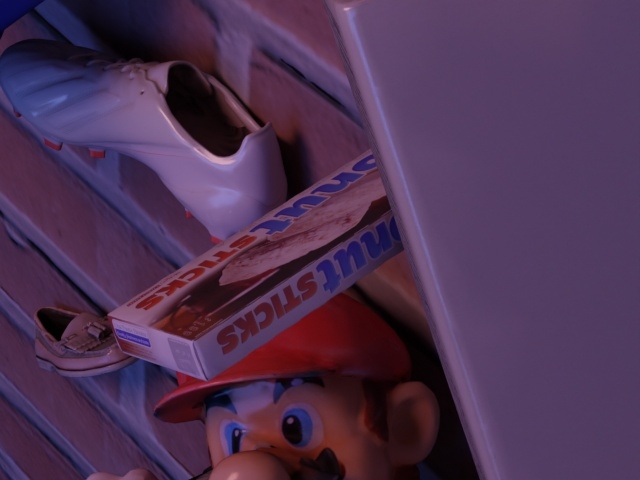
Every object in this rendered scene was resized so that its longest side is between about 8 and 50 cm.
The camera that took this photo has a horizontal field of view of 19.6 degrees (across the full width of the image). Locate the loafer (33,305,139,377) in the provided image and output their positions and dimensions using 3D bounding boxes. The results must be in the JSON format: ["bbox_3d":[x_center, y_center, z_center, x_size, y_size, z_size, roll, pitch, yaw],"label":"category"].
[{"bbox_3d":[-0.157,0.063,1.194,0.125,0.045,0.039,-3,107,60],"label":"loafer"}]

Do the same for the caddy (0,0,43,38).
[{"bbox_3d":[-0.265,-0.216,0.918,0.179,0.241,0.341,-11,107,54],"label":"caddy"}]

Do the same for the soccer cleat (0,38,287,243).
[{"bbox_3d":[-0.092,-0.071,0.964,0.196,0.068,0.076,31,135,28],"label":"soccer cleat"}]

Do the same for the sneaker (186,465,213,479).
[{"bbox_3d":[-0.042,0.169,1.073,0.237,0.085,0.086,-25,90,61],"label":"sneaker"}]

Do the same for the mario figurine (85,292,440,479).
[{"bbox_3d":[-0.004,0.172,0.875,0.170,0.198,0.321,163,89,-75],"label":"mario figurine"}]

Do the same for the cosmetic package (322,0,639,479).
[{"bbox_3d":[0.095,0.027,0.660,0.160,0.113,0.309,-104,-5,-70],"label":"cosmetic package"}]

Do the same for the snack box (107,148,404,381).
[{"bbox_3d":[0.000,0.000,0.769,0.064,0.178,0.022,11,128,52],"label":"snack box"}]
